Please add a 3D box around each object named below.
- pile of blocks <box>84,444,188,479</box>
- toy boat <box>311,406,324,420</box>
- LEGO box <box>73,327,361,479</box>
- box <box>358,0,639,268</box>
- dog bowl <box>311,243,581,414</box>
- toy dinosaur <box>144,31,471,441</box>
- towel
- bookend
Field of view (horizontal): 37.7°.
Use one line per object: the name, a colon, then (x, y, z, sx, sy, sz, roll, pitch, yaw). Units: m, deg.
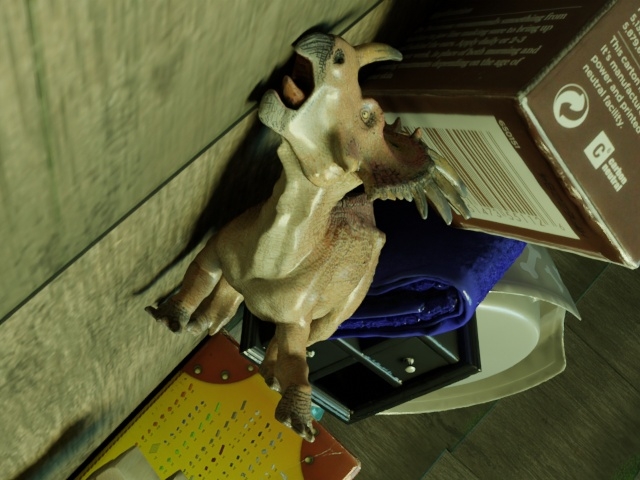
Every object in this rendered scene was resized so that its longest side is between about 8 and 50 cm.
pile of blocks: (-0.239, 0.257, 0.639, 0.362, 0.112, 0.149, -36, -179, -43)
toy boat: (-0.047, 0.294, 1.679, 0.267, 0.148, 0.318, -51, 172, 27)
LEGO box: (-0.199, 0.358, 0.993, 0.500, 0.193, 0.372, -46, 172, -12)
box: (0.222, -0.170, 0.616, 0.381, 0.143, 0.191, -47, -155, -12)
dog bowl: (0.115, 0.092, 1.052, 0.348, 0.349, 0.102, 121, -30, -56)
toy dinosaur: (0.000, 0.000, 0.598, 0.200, 0.127, 0.295, -54, 178, -5)
towel: (0.107, -0.025, 0.803, 0.228, 0.076, 0.308, -2, -148, 44)
bookend: (0.038, 0.084, 0.857, 0.157, 0.156, 0.072, -28, -140, 29)
